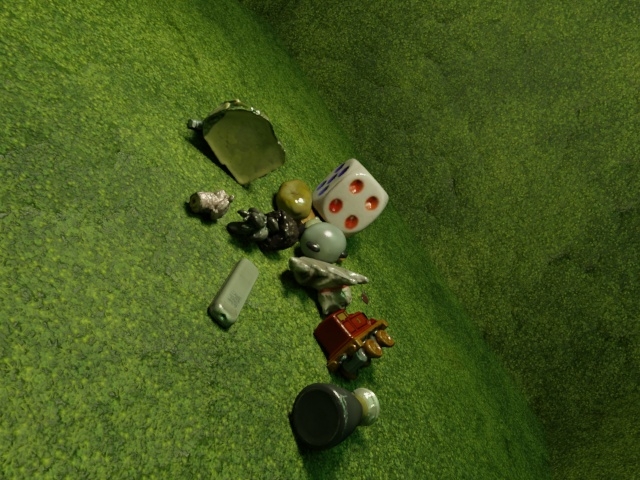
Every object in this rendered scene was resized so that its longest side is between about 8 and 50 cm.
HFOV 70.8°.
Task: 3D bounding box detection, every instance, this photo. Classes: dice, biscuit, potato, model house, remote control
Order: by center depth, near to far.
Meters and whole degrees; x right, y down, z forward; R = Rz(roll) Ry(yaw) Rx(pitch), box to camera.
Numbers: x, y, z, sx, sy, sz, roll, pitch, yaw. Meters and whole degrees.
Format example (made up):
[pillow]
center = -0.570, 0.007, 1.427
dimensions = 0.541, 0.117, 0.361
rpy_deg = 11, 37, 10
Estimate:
[remote control]
center = -0.256, 0.149, 1.380
dimensions = 0.090, 0.038, 0.309
rpy_deg = 46, 24, -15
[model house]
center = -0.292, -0.432, 1.800
dimensions = 0.321, 0.261, 0.266
rpy_deg = 57, 15, -36
[potato]
center = -0.114, -0.177, 1.960
dimensions = 0.137, 0.154, 0.200
rpy_deg = 61, 19, -47
[biscuit]
center = -0.004, -0.051, 2.125
dimensions = 0.355, 0.052, 0.275
rpy_deg = 47, 24, -19
[dice]
center = 0.141, -0.210, 2.221
dimensions = 0.277, 0.304, 0.304
rpy_deg = 46, 8, -19

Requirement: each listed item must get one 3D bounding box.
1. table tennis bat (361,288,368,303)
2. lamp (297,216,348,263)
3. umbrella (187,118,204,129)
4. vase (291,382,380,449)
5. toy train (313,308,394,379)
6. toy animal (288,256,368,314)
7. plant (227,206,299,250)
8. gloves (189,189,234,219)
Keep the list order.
[table tennis bat]
center = 0.211, 0.267, 2.151
dimensions = 0.050, 0.007, 0.083
rpy_deg = 37, 30, -33
[lamp]
center = 0.000, 0.000, 1.882
dimensions = 0.197, 0.198, 0.244
rpy_deg = 38, 6, -33
[umbrella]
center = -0.460, -0.464, 1.821
dimensions = 0.050, 0.046, 0.188
rpy_deg = 14, 10, 23
[vase]
center = 0.066, 0.516, 1.353
dimensions = 0.321, 0.173, 0.173
rpy_deg = 28, 34, -57
[toy train]
center = 0.121, 0.365, 1.664
dimensions = 0.232, 0.163, 0.369
rpy_deg = 51, 22, 14
[toy animal]
center = -0.004, 0.171, 1.707
dimensions = 0.266, 0.188, 0.308
rpy_deg = 31, 12, 19
[plant]
center = -0.197, -0.050, 1.629
dimensions = 0.274, 0.146, 0.149
rpy_deg = 17, 46, -55
[gloves]
center = -0.359, -0.118, 1.483
dimensions = 0.144, 0.110, 0.094
rpy_deg = -6, 67, -31
